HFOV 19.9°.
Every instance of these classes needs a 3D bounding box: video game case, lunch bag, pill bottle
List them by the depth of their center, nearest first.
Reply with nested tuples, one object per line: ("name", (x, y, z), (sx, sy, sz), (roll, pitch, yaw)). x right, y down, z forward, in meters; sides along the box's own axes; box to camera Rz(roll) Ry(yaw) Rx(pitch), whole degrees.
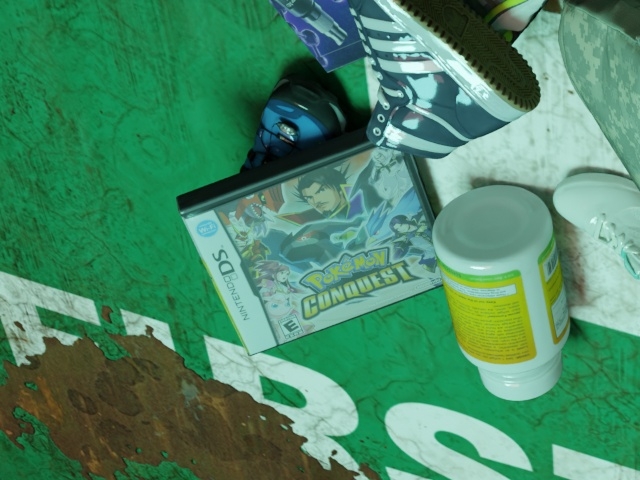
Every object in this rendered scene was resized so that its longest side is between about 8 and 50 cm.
("lunch bag", (0.355, -0.116, 1.702), (0.287, 0.169, 0.235), (51, -177, -24))
("pill bottle", (0.216, 0.068, 2.116), (0.136, 0.136, 0.245), (11, 138, 28))
("video game case", (0.000, 0.000, 2.152), (0.275, 0.035, 0.248), (-20, 129, 3))

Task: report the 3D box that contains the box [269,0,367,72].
("box", (0.019, -0.296, 1.876), (0.153, 0.108, 0.207), (-19, 119, 47))

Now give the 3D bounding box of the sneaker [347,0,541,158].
("sneaker", (0.068, -0.195, 1.783), (0.282, 0.099, 0.153), (44, 133, -12))

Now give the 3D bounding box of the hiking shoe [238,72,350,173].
("hiking shoe", (-0.047, -0.068, 2.166), (0.113, 0.132, 0.304), (28, 143, 8))

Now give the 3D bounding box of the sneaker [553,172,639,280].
("sneaker", (0.343, 0.001, 1.980), (0.212, 0.094, 0.080), (24, 144, 13))

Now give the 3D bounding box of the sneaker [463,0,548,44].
("sneaker", (0.180, -0.280, 1.736), (0.121, 0.111, 0.300), (36, 156, 1))
